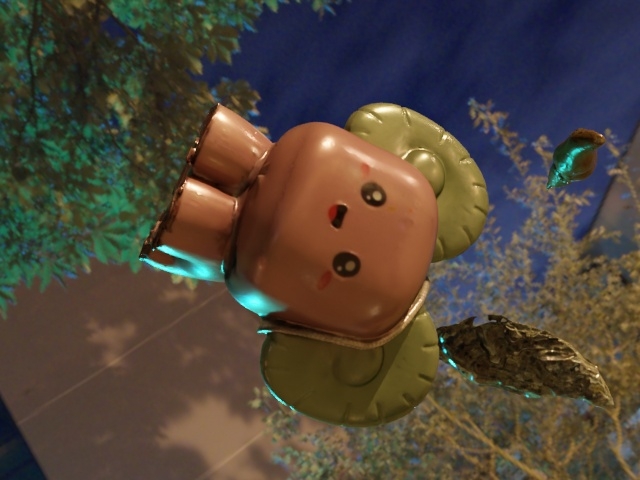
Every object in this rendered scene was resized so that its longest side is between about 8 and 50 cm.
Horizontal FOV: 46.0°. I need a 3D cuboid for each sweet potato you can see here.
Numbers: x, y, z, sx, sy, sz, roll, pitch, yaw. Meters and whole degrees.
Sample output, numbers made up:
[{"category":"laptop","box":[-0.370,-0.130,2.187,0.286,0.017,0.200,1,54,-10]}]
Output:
[{"category":"sweet potato","box":[0.363,-0.112,1.087,0.067,0.067,0.274,-43,-12,0]}]

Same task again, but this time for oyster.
[{"category":"oyster","box":[0.302,0.195,1.184,0.199,0.252,0.087,-42,12,42]}]

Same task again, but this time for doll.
[{"category":"doll","box":[0.000,0.000,0.654,0.284,0.268,0.216,-67,13,-13]}]
